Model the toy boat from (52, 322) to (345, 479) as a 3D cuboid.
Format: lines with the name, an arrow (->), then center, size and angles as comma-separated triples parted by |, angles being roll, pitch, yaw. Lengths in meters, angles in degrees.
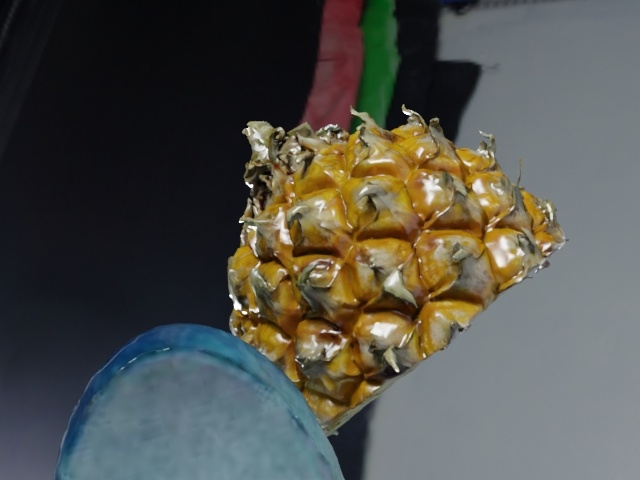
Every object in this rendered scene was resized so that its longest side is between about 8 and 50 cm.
toy boat -> -0.081, 0.223, 0.702 | 0.123, 0.215, 0.329 | 163, 88, -83

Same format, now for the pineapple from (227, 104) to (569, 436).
pineapple -> -0.002, -0.003, 0.805 | 0.286, 0.344, 0.209 | 50, -171, 10
